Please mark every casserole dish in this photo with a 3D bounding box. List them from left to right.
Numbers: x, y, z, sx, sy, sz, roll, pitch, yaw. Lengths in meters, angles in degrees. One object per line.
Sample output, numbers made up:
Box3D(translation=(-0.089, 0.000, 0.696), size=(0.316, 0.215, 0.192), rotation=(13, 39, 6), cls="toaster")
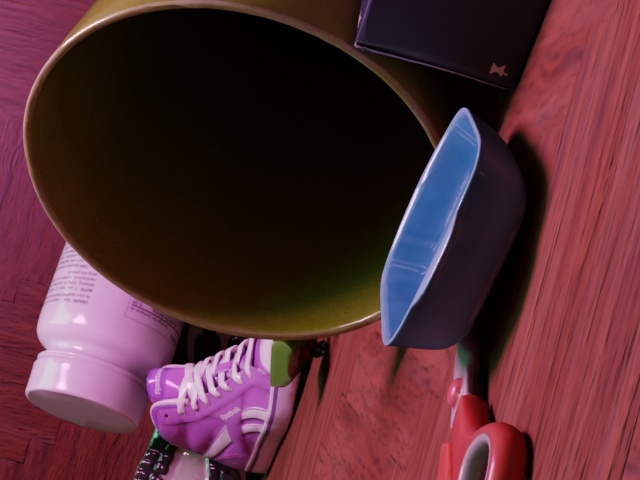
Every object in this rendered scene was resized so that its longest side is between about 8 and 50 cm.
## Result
Box3D(translation=(0.069, -0.004, 0.919), size=(0.188, 0.037, 0.114), rotation=(-84, 18, -77), cls="casserole dish")

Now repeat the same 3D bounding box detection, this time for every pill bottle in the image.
Box3D(translation=(-0.231, 0.067, 2.040), size=(0.160, 0.160, 0.283), rotation=(116, 172, -68), cls="pill bottle")

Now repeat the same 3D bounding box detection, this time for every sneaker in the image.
Box3D(translation=(-0.106, 0.157, 1.920), size=(0.282, 0.161, 0.102), rotation=(111, 174, -48), cls="sneaker")
Box3D(translation=(-0.114, 0.187, 2.164), size=(0.182, 0.158, 0.410), rotation=(31, -102, -76), cls="sneaker")

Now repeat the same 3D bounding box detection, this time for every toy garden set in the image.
Box3D(translation=(0.000, 0.000, 1.691), size=(0.204, 0.049, 0.244), rotation=(-39, -48, -77), cls="toy garden set")

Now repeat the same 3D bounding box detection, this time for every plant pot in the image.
Box3D(translation=(-0.022, -0.132, 1.193), size=(0.293, 0.275, 0.275), rotation=(-73, 1, -45), cls="plant pot")

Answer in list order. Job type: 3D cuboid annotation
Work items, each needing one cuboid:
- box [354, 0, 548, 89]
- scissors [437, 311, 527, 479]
Box3D(translation=(0.104, -0.247, 0.984), size=(0.184, 0.103, 0.261), rotation=(-84, 10, -50), cls="box")
Box3D(translation=(0.064, 0.092, 0.851), size=(0.297, 0.021, 0.109), rotation=(-89, 15, -71), cls="scissors")
